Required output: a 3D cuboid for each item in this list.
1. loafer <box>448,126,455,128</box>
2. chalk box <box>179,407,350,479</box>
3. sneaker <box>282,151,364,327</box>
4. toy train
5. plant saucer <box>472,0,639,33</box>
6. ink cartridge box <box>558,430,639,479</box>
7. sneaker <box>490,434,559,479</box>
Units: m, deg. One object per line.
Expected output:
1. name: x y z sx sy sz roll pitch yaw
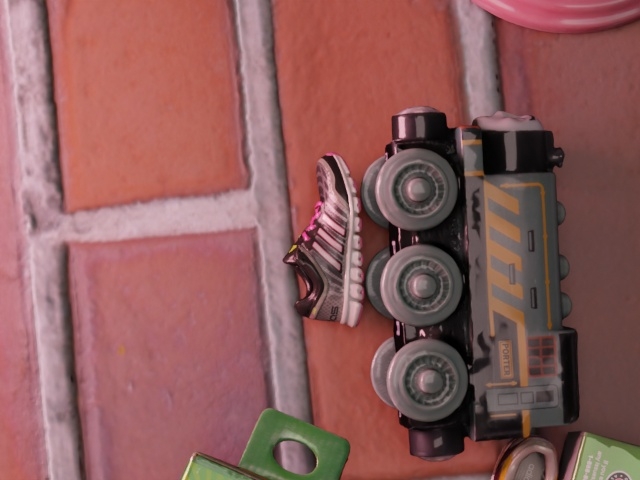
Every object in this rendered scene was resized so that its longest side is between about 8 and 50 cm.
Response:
1. loafer: 0.149 -0.087 1.856 0.125 0.045 0.039 7 89 -3
2. chalk box: -0.066 0.300 1.732 0.180 0.179 0.289 23 83 1
3. sneaker: 0.000 0.000 1.829 0.075 0.063 0.170 -3 88 -8
4. toy train: 0.142 0.039 1.787 0.190 0.142 0.334 -3 90 -8
5. plant saucer: 0.249 -0.374 1.873 0.332 0.084 0.332 0 83 0
6. ink cartridge box: 0.346 0.310 1.770 0.278 0.117 0.201 15 83 0
7. sneaker: 0.177 0.272 1.786 0.069 0.084 0.185 13 86 0
